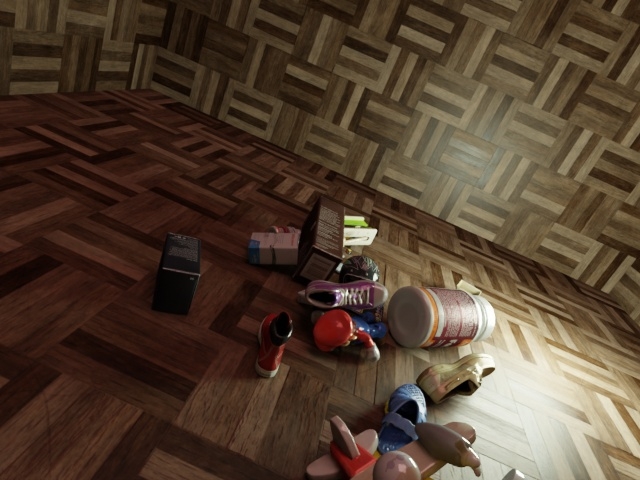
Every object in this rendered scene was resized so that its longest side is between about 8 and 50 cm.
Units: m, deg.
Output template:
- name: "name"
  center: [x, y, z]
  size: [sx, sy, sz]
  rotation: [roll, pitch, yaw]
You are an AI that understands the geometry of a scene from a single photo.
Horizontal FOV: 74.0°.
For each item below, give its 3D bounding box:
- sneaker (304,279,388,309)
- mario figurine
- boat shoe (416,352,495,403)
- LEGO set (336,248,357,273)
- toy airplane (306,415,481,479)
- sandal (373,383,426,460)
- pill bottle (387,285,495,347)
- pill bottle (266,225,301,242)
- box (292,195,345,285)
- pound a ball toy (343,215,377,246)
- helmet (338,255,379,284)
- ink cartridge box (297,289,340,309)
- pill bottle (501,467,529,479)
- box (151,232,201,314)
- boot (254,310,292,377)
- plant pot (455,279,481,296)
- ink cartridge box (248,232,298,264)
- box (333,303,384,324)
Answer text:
- name: "sneaker"
  center: [0.088, 0.189, 1.394]
  size: [0.281, 0.102, 0.161]
  rotation: [-1, 2, 1]
- name: "mario figurine"
  center: [0.083, 0.316, 1.413]
  size: [0.197, 0.170, 0.320]
  rotation: [-6, -11, 39]
- name: "boat shoe"
  center: [0.475, 0.469, 1.421]
  size: [0.340, 0.122, 0.110]
  rotation: [-4, 39, -30]
- name: "LEGO set"
  center: [0.133, 0.094, 1.961]
  size: [0.182, 0.060, 0.244]
  rotation: [34, 24, 12]
- name: "toy airplane"
  center: [0.128, 0.489, 0.835]
  size: [0.383, 0.273, 0.386]
  rotation: [8, 35, 12]
- name: "sandal"
  center: [0.230, 0.477, 1.138]
  size: [0.126, 0.138, 0.317]
  rotation: [27, 22, 13]
- name: "pill bottle"
  center: [0.470, 0.296, 1.635]
  size: [0.391, 0.224, 0.224]
  rotation: [8, 28, -32]
- name: "pill bottle"
  center: [-0.158, -0.020, 1.890]
  size: [0.151, 0.086, 0.086]
  rotation: [2, 32, -44]
- name: "box"
  center: [0.000, 0.000, 1.770]
  size: [0.143, 0.191, 0.382]
  rotation: [26, 33, -11]
- name: "pound a ball toy"
  center: [0.137, -0.013, 2.097]
  size: [0.318, 0.136, 0.208]
  rotation: [-1, 37, -41]
- name: "helmet"
  center: [0.150, 0.137, 1.642]
  size: [0.169, 0.162, 0.169]
  rotation: [18, 22, -8]
- name: "ink cartridge box"
  center: [0.027, 0.204, 1.549]
  size: [0.179, 0.045, 0.145]
  rotation: [2, 9, 36]
- name: "pill bottle"
  center: [0.542, 0.681, 0.929]
  size: [0.333, 0.188, 0.187]
  rotation: [36, 26, 25]
- name: "box"
  center: [-0.435, 0.098, 1.294]
  size: [0.108, 0.153, 0.207]
  rotation: [14, 25, -22]
- name: "boot"
  center: [-0.122, 0.250, 1.236]
  size: [0.088, 0.176, 0.244]
  rotation: [18, 23, -9]
- name: "plant pot"
  center: [0.699, 0.272, 2.059]
  size: [0.109, 0.096, 0.109]
  rotation: [32, 25, 20]
- name: "ink cartridge box"
  center: [-0.184, 0.030, 1.693]
  size: [0.190, 0.082, 0.140]
  rotation: [2, 26, -2]
- name: "box"
  center: [0.154, 0.253, 1.654]
  size: [0.184, 0.045, 0.191]
  rotation: [26, 23, 3]
